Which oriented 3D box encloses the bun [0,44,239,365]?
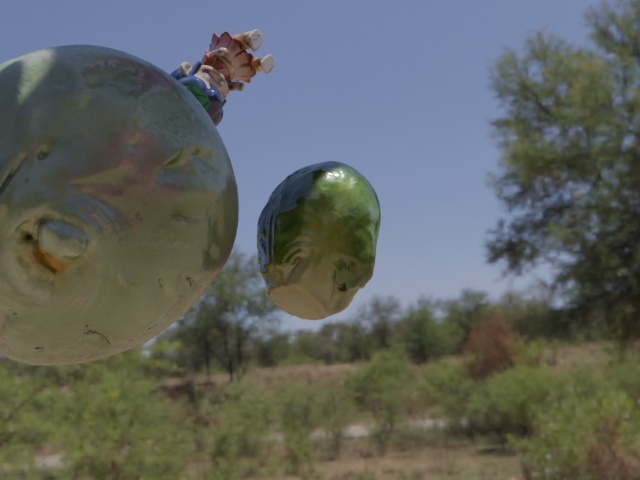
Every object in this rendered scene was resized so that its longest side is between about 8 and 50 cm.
[{"bbox_3d":[-0.193,-0.021,0.870,0.283,0.283,0.179,-1,14,-22],"label":"bun"}]

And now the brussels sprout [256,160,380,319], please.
[{"bbox_3d":[-0.004,-0.001,0.997,0.118,0.155,0.155,25,-12,-2],"label":"brussels sprout"}]

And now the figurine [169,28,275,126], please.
[{"bbox_3d":[-0.156,-0.211,1.463,0.102,0.111,0.195,1,40,42],"label":"figurine"}]
